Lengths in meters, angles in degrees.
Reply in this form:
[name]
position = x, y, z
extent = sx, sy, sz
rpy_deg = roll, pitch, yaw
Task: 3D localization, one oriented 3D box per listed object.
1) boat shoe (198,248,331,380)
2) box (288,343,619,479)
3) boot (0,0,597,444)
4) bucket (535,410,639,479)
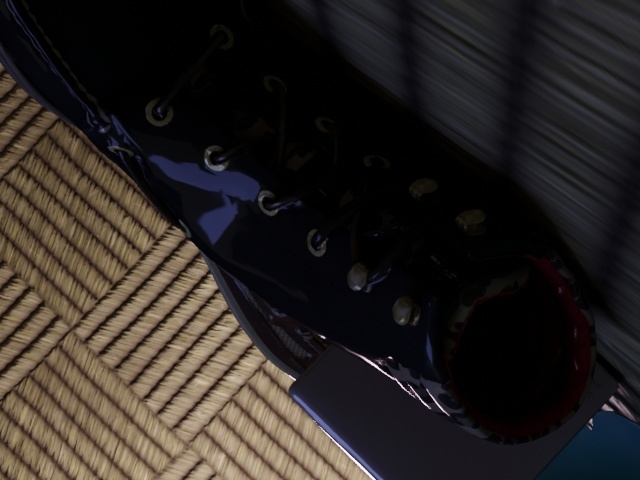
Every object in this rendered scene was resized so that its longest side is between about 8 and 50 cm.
[boat shoe]
position = -0.005, 0.006, 0.720
extent = 0.257, 0.095, 0.095
rpy_deg = 46, 169, -29
[box]
position = 0.057, 0.067, 0.657
extent = 0.101, 0.102, 0.087
rpy_deg = 44, 178, 8
[boot]
position = -0.009, -0.031, 0.520
extent = 0.178, 0.085, 0.236
rpy_deg = 31, 166, 46
[bucket]
position = 0.122, 0.240, 0.704
extent = 0.183, 0.281, 0.281
rpy_deg = 40, 178, -28
